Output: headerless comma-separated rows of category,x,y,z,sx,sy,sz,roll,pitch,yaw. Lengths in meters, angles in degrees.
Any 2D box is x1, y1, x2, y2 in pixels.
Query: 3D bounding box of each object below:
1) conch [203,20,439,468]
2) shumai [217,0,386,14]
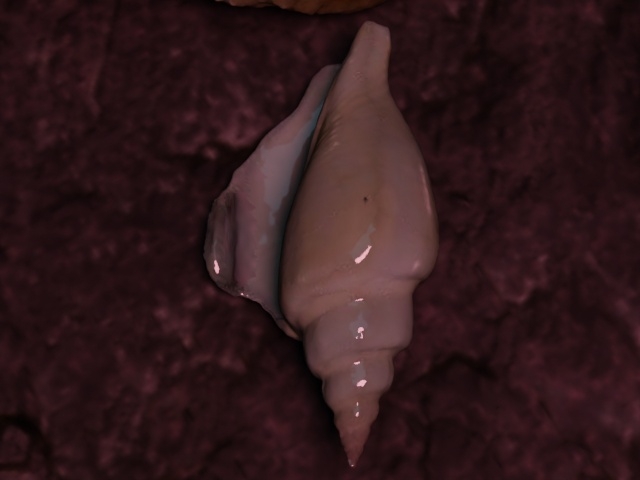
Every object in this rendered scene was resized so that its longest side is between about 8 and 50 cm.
conch,0.006,0.002,0.683,0.065,0.088,0.180,22,58,-41
shumai,-0.006,-0.189,0.702,0.184,0.184,0.142,-15,51,-7
